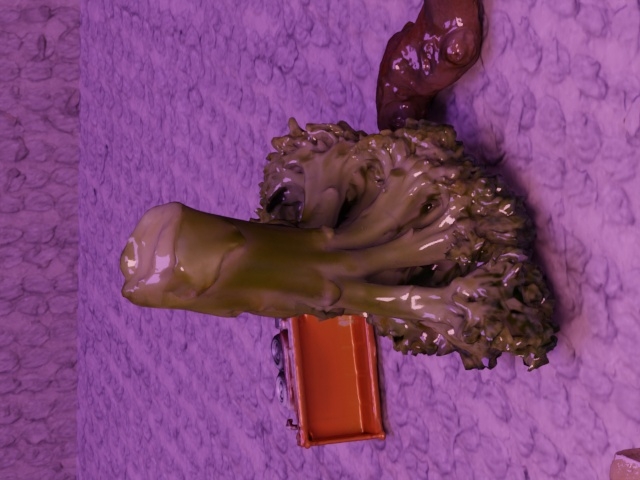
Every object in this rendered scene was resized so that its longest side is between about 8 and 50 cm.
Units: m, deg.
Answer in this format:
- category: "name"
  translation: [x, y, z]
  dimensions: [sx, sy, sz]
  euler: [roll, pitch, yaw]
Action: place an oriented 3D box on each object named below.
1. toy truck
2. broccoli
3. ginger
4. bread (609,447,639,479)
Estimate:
- category: "toy truck"
  translation: [0.001, 0.101, 1.968]
  dimensions: [0.135, 0.114, 0.270]
  euler: [162, 102, -71]
- category: "broccoli"
  translation: [-0.008, 0.004, 1.611]
  dimensions: [0.353, 0.397, 0.275]
  euler: [155, 111, -75]
- category: "ginger"
  translation: [0.109, -0.188, 1.717]
  dimensions: [0.290, 0.084, 0.122]
  euler: [109, 171, -52]
- category: "bread"
  translation: [0.297, 0.209, 1.256]
  dimensions: [0.152, 0.105, 0.077]
  euler: [-141, 44, -62]
